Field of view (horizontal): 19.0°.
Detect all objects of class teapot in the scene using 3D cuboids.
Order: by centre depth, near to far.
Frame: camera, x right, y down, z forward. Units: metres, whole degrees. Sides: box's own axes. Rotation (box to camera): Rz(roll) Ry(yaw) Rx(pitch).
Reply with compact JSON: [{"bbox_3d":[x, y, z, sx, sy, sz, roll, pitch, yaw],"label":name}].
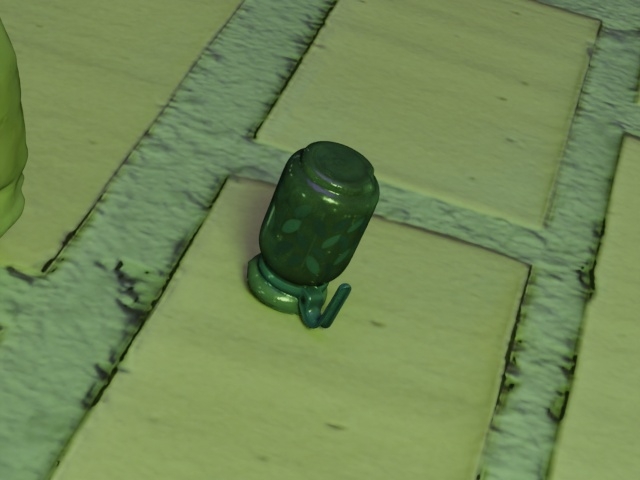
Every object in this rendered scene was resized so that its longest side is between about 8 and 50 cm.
[{"bbox_3d":[0.002,-0.002,0.941,0.063,0.083,0.049,36,37,19],"label":"teapot"}]

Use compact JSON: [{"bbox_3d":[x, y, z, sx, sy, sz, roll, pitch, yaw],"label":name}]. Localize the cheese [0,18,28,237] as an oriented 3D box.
[{"bbox_3d":[-0.246,-0.075,0.809,0.174,0.248,0.251,28,39,25],"label":"cheese"}]
